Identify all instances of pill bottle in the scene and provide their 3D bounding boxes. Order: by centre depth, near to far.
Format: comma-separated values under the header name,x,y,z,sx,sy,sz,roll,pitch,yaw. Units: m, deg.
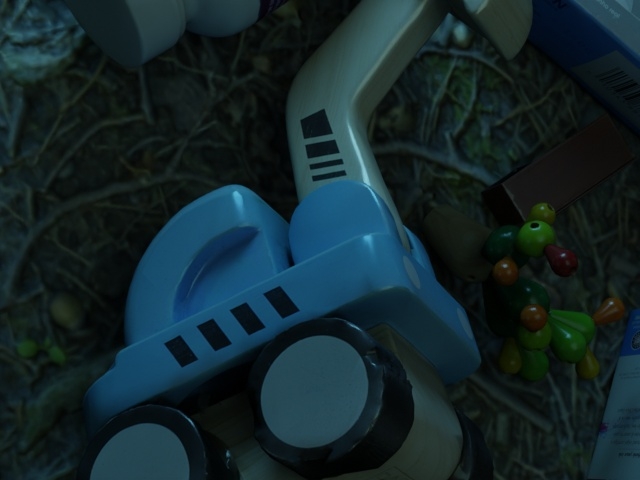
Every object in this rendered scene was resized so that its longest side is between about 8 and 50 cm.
name,x,y,z,sx,sy,sz,roll,pitch,yaw
pill bottle,-0.062,-0.266,1.370,0.301,0.169,0.169,-37,98,-21

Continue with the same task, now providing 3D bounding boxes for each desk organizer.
name,x,y,z,sx,sy,sz,roll,pitch,yaw
desk organizer,0.209,-0.056,1.517,0.130,0.047,0.050,-33,94,-22

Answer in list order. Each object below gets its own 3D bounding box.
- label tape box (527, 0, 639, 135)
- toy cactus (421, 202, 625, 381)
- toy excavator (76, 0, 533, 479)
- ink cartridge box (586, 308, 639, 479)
name,x,y,z,sx,sy,sz,roll,pitch,yaw
label tape box,0.325,-0.293,1.556,0.249,0.115,0.347,37,74,-14
toy cactus,0.161,0.028,1.432,0.112,0.219,0.180,-42,62,-9
toy excavator,0.000,0.000,1.319,0.433,0.222,0.445,-27,59,14
ink cartridge box,0.302,0.174,1.478,0.078,0.134,0.231,21,77,-18
